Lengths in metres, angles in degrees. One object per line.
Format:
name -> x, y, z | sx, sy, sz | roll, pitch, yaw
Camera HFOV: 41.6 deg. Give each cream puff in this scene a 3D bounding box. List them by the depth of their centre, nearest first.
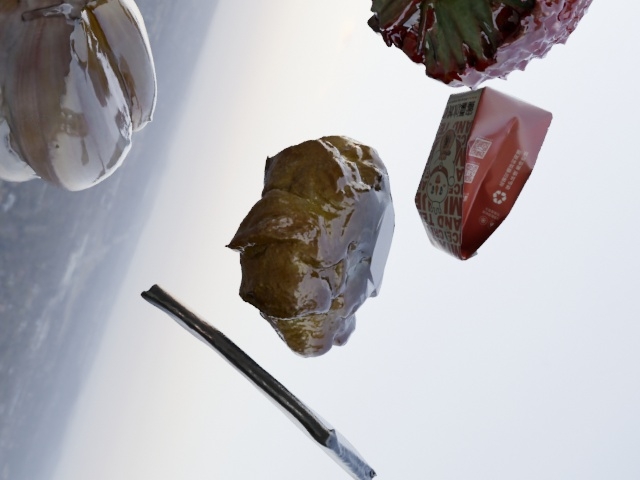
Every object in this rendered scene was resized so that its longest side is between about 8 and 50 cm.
cream puff -> 0.000, 0.000, 0.991 | 0.241, 0.155, 0.269 | 54, 47, -63

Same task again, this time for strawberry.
strawberry -> 0.183, -0.305, 0.863 | 0.257, 0.261, 0.261 | -38, 171, -37

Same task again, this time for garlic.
garlic -> -0.238, -0.126, 0.645 | 0.160, 0.214, 0.191 | -80, 177, -50

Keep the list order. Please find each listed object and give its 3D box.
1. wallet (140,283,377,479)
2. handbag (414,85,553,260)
wallet -> -0.064, 0.142, 0.862 | 0.030, 0.285, 0.146 | -50, 146, -7
handbag -> 0.270, -0.112, 1.490 | 0.171, 0.151, 0.298 | -162, -88, -75
